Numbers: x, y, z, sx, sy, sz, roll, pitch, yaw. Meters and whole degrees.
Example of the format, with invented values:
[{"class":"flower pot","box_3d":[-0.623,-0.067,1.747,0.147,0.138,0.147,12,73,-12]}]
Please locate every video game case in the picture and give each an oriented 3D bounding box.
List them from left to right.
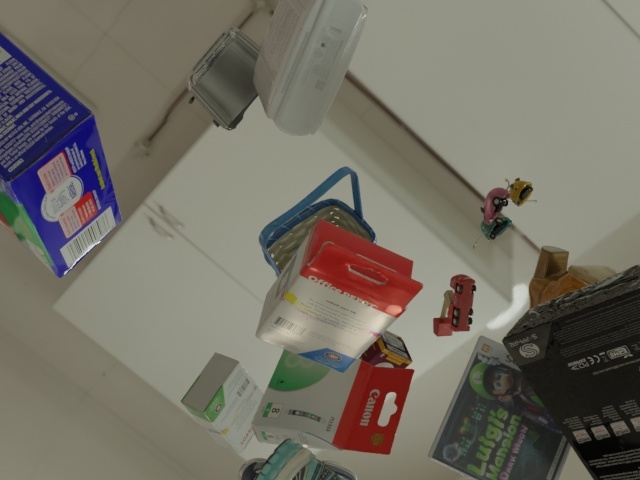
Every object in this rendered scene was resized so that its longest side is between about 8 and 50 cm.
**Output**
[{"class":"video game case","box_3d":[0.266,0.253,1.162,0.190,0.173,0.022,-64,167,-12]}]

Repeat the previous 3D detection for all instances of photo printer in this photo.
[{"class":"photo printer","box_3d":[-0.030,-0.350,1.499,0.256,0.107,0.307,-65,-160,19]}]

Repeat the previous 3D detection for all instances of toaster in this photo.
[{"class":"toaster","box_3d":[-0.187,-0.362,1.812,0.227,0.146,0.129,-48,-161,6]}]

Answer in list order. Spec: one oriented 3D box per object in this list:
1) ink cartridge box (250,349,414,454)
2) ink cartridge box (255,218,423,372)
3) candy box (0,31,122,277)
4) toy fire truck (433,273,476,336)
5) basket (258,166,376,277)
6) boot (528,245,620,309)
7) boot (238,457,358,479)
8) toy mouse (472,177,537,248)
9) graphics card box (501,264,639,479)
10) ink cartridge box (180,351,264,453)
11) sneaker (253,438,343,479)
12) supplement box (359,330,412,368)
[{"class":"ink cartridge box","box_3d":[0.021,0.251,1.346,0.224,0.056,0.181,-1,-140,24]},{"class":"ink cartridge box","box_3d":[0.023,0.063,1.035,0.231,0.134,0.078,-53,-163,48]},{"class":"candy box","box_3d":[-0.390,-0.138,0.951,0.122,0.317,0.268,-44,168,-21]},{"class":"toy fire truck","box_3d":[0.339,0.168,2.119,0.135,0.047,0.192,-135,-134,-67]},{"class":"basket","box_3d":[0.000,0.000,1.814,0.254,0.289,0.201,-38,-130,-14]},{"class":"boot","box_3d":[0.520,0.146,1.714,0.295,0.104,0.211,-135,-133,-69]},{"class":"boot","box_3d":[-0.022,0.366,1.220,0.086,0.189,0.069,-161,-100,-69]},{"class":"toy mouse","box_3d":[0.284,-0.047,1.346,0.143,0.031,0.161,-48,153,-1]},{"class":"graphics card box","box_3d":[0.410,0.216,0.977,0.094,0.371,0.232,-37,-177,-42]},{"class":"ink cartridge box","box_3d":[-0.229,0.405,2.066,0.093,0.212,0.154,13,-122,37]},{"class":"sneaker","box_3d":[-0.051,0.384,0.978,0.110,0.122,0.283,-7,120,-66]},{"class":"supplement box","box_3d":[0.102,0.291,1.906,0.188,0.104,0.081,-44,-139,20]}]
